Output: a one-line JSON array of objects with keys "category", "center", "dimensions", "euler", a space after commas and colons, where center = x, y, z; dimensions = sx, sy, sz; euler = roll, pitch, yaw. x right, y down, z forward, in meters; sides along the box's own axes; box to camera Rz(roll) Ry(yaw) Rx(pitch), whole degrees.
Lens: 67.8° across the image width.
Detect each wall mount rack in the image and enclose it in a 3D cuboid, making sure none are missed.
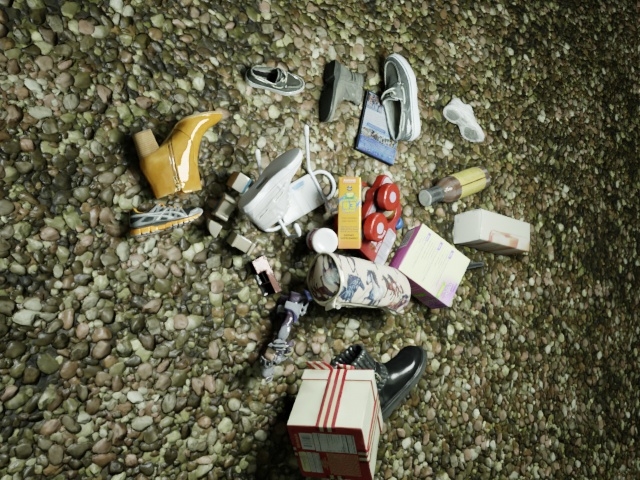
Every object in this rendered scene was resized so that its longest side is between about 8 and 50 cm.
[{"category": "wall mount rack", "center": [-0.080, -0.189, 1.576], "dimensions": [0.350, 0.130, 0.304], "euler": [-34, 100, -29]}]

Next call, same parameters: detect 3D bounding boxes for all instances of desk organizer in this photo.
[{"category": "desk organizer", "center": [-0.179, 0.115, 1.528], "dimensions": [0.050, 0.047, 0.130], "euler": [-28, 97, -27]}]

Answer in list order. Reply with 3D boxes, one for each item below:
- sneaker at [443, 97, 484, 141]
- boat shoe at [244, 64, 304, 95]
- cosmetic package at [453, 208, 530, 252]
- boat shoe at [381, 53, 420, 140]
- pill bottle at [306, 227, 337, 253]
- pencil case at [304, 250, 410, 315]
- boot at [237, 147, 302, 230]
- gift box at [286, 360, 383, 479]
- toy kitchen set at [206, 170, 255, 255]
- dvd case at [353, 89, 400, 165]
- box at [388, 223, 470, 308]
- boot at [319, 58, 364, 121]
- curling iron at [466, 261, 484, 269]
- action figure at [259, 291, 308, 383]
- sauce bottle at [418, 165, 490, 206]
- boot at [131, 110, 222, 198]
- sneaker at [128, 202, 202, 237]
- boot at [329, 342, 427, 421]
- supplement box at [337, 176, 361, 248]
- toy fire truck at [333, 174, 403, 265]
[{"category": "sneaker", "center": [0.636, -0.525, 2.051], "dimensions": [0.232, 0.090, 0.115], "euler": [42, 62, -19]}, {"category": "boat shoe", "center": [-0.145, -0.546, 1.620], "dimensions": [0.219, 0.070, 0.078], "euler": [-3, 85, -30]}, {"category": "cosmetic package", "center": [0.719, -0.029, 1.995], "dimensions": [0.296, 0.153, 0.129], "euler": [12, 77, -26]}, {"category": "boat shoe", "center": [0.294, -0.543, 1.812], "dimensions": [0.119, 0.121, 0.336], "euler": [-17, 93, -34]}, {"category": "pill bottle", "center": [0.000, 0.000, 1.576], "dimensions": [0.086, 0.152, 0.086], "euler": [-1, 93, -11]}, {"category": "pencil case", "center": [0.136, 0.156, 1.576], "dimensions": [0.410, 0.159, 0.184], "euler": [15, 68, -45]}, {"category": "boot", "center": [-0.127, -0.152, 1.443], "dimensions": [0.258, 0.095, 0.123], "euler": [-47, 128, -8]}, {"category": "gift box", "center": [0.035, 0.526, 1.433], "dimensions": [0.258, 0.276, 0.255], "euler": [-62, 150, -58]}, {"category": "toy kitchen set", "center": [-0.247, -0.086, 1.498], "dimensions": [0.166, 0.122, 0.207], "euler": [32, 89, -23]}, {"category": "dvd case", "center": [0.229, -0.435, 1.845], "dimensions": [0.180, 0.022, 0.253], "euler": [19, 75, -25]}, {"category": "box", "center": [0.402, 0.100, 1.797], "dimensions": [0.243, 0.117, 0.214], "euler": [35, 68, -9]}, {"category": "boot", "center": [0.090, -0.530, 1.750], "dimensions": [0.161, 0.083, 0.247], "euler": [17, 77, -33]}, {"category": "curling iron", "center": [0.565, 0.123, 1.952], "dimensions": [0.273, 0.035, 0.068], "euler": [-12, 86, -29]}, {"category": "action figure", "center": [-0.119, 0.302, 1.473], "dimensions": [0.099, 0.185, 0.285], "euler": [22, 66, -6]}, {"category": "sauce bottle", "center": [0.545, -0.219, 1.944], "dimensions": [0.344, 0.111, 0.112], "euler": [-19, 93, -30]}, {"category": "boot", "center": [-0.395, -0.256, 1.434], "dimensions": [0.295, 0.104, 0.211], "euler": [-27, 102, -24]}, {"category": "sneaker", "center": [-0.449, -0.071, 1.382], "dimensions": [0.214, 0.084, 0.083], "euler": [-16, 87, -29]}, {"category": "boot", "center": [0.203, 0.434, 1.653], "dimensions": [0.348, 0.131, 0.260], "euler": [-46, 106, -26]}, {"category": "supplement box", "center": [0.095, -0.089, 1.553], "dimensions": [0.077, 0.080, 0.234], "euler": [0, 88, 8]}, {"category": "toy fire truck", "center": [0.205, -0.068, 1.722], "dimensions": [0.254, 0.169, 0.302], "euler": [46, 63, -43]}]
